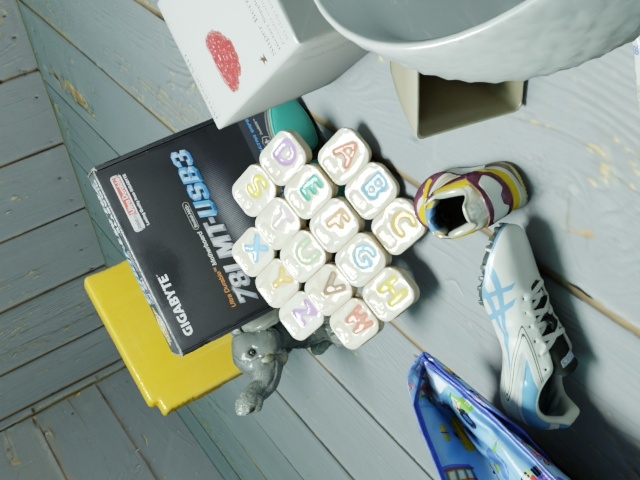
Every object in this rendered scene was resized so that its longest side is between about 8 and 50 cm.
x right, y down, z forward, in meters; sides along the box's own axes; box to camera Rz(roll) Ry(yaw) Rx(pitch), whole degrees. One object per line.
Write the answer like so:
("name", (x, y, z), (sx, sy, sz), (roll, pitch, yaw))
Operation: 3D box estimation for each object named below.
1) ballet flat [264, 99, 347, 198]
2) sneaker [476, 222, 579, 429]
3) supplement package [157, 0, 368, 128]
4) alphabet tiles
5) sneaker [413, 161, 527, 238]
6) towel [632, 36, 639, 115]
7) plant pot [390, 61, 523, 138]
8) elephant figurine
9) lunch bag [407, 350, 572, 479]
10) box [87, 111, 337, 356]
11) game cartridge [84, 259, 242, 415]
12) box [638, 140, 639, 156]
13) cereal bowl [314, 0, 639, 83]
("ballet flat", (-0.023, -0.109, 1.148), (0.203, 0.074, 0.074), (58, 157, 7))
("sneaker", (0.219, 0.089, 0.839), (0.086, 0.085, 0.237), (3, 119, 39))
("supplement package", (-0.040, -0.263, 0.881), (0.177, 0.175, 0.293), (63, 158, -2))
("alphabet tiles", (0.000, 0.000, 1.075), (0.278, 0.021, 0.284), (-43, 79, 33))
("sneaker", (0.133, -0.037, 0.868), (0.069, 0.084, 0.185), (65, 157, -2))
("towel", (0.284, -0.131, 0.513), (0.209, 0.034, 0.285), (27, 138, 55))
("plant pot", (0.115, -0.174, 0.747), (0.096, 0.109, 0.109), (-123, 21, -47))
("elephant figurine", (-0.085, 0.151, 1.331), (0.186, 0.239, 0.169), (-7, 108, 66))
("lunch bag", (0.200, 0.261, 0.907), (0.221, 0.138, 0.293), (40, -169, -49))
("box", (-0.144, -0.025, 1.204), (0.295, 0.293, 0.073), (66, 157, -4))
("game cartridge", (-0.222, 0.128, 1.494), (0.285, 0.323, 0.053), (58, 154, 14))
("box", (0.270, -0.115, 0.490), (0.164, 0.021, 0.201), (35, 145, 47))
("cereal bowl", (0.140, -0.243, 0.461), (0.339, 0.141, 0.339), (-23, 60, 48))
